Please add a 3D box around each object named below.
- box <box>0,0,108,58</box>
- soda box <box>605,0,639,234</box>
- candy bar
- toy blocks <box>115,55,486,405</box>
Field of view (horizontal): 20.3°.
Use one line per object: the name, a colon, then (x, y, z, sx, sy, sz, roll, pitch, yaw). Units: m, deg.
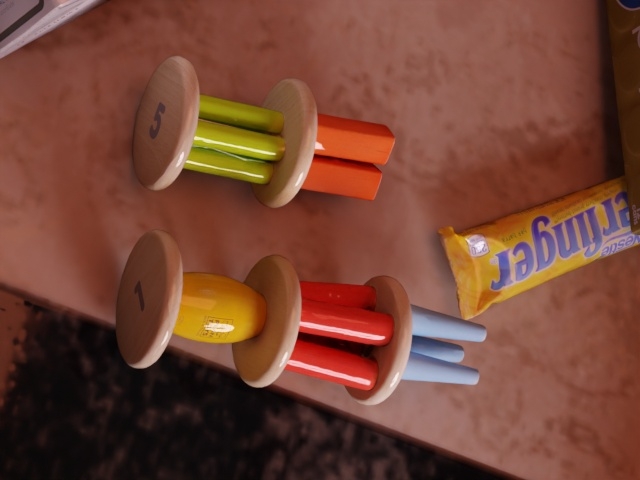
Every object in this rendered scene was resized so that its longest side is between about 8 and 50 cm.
box: (-0.122, -0.232, 0.661, 0.169, 0.087, 0.290, -32, 96, -30)
soda box: (0.169, -0.094, 0.796, 0.058, 0.061, 0.181, 4, 72, -25)
candy bar: (0.119, -0.007, 0.791, 0.161, 0.018, 0.040, -19, 90, -29)
toy blocks: (0.000, 0.000, 0.704, 0.148, 0.054, 0.123, 11, 76, -27)
